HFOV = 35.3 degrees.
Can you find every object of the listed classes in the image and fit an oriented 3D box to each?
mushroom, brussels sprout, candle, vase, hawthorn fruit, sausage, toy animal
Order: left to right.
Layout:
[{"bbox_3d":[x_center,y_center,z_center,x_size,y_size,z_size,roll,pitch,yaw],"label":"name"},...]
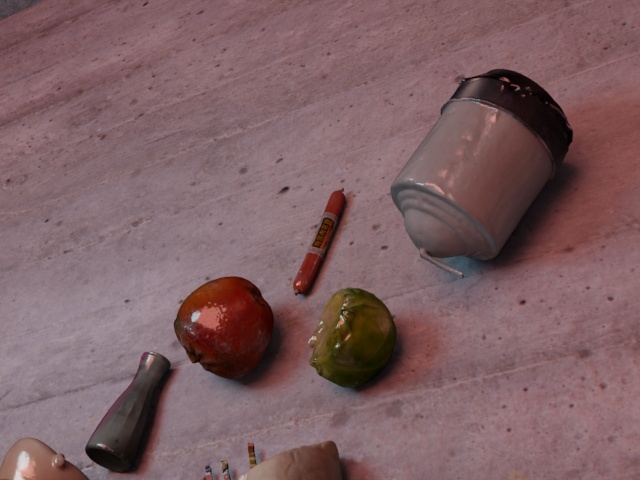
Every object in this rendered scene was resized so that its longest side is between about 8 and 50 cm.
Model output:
[{"bbox_3d":[-0.483,0.450,1.651,0.210,0.229,0.221,35,74,2],"label":"toy animal"},{"bbox_3d":[-0.334,0.298,1.787,0.086,0.086,0.214,-4,46,32],"label":"vase"},{"bbox_3d":[-0.161,0.148,1.741,0.172,0.173,0.173,-19,44,19],"label":"hawthorn fruit"},{"bbox_3d":[-0.027,0.447,1.380,0.137,0.154,0.407,-49,32,31],"label":"mushroom"},{"bbox_3d":[0.000,0.000,1.864,0.034,0.034,0.253,-2,51,33],"label":"sausage"},{"bbox_3d":[0.058,0.157,1.618,0.151,0.122,0.149,-48,17,45],"label":"brussels sprout"},{"bbox_3d":[0.246,-0.100,1.647,0.221,0.221,0.342,22,68,45],"label":"candle"}]

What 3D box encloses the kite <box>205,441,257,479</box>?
[{"bbox_3d":[-0.126,0.450,1.547,0.152,0.015,0.285,-23,47,13],"label":"kite"}]
